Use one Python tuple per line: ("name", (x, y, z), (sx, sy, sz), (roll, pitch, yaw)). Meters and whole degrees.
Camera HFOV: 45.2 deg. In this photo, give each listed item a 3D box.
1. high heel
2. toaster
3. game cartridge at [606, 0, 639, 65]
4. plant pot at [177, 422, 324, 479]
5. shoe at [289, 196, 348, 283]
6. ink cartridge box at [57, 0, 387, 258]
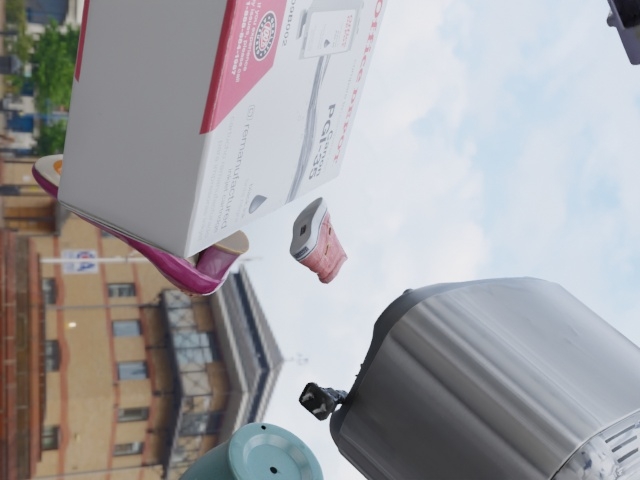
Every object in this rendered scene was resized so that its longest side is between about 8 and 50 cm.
("high heel", (-0.206, -0.007, 0.834), (0.117, 0.244, 0.082), (-44, -141, 36))
("toaster", (0.114, 0.106, 0.441), (0.146, 0.227, 0.129), (39, -65, 37))
("game cartridge", (0.333, -0.409, 0.896), (0.068, 0.355, 0.230), (-16, -150, 34))
("plant pot", (-0.128, 0.465, 1.335), (0.255, 0.272, 0.271), (-56, -144, 27))
("shoe", (0.000, 0.000, 1.258), (0.063, 0.081, 0.178), (-35, -160, 23))
("ink cartridge box", (-0.060, -0.133, 0.615), (0.283, 0.117, 0.207), (-35, 144, -60))
